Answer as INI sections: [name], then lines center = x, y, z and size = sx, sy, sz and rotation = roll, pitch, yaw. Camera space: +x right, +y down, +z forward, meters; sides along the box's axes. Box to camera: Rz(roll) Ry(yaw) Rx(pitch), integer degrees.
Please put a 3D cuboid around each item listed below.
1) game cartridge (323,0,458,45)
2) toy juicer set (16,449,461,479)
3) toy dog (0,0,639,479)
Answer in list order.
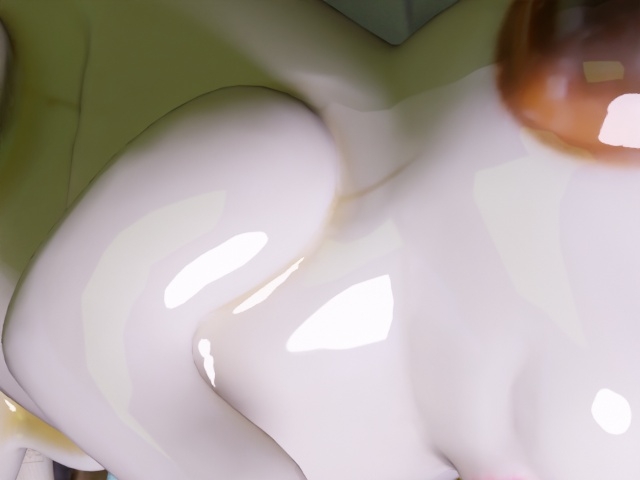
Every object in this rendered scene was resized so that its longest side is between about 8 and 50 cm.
[game cartridge]
center = 0.074, -0.173, 0.819
size = 0.355, 0.068, 0.230
rotation = -8, 82, 15
[toy juicer set]
center = -0.059, 0.101, 0.812
size = 0.329, 0.089, 0.209
rotation = -29, 79, 6
[toy dog]
center = 0.000, 0.000, 0.668
size = 0.407, 0.285, 0.395
rotation = 5, 49, 23
